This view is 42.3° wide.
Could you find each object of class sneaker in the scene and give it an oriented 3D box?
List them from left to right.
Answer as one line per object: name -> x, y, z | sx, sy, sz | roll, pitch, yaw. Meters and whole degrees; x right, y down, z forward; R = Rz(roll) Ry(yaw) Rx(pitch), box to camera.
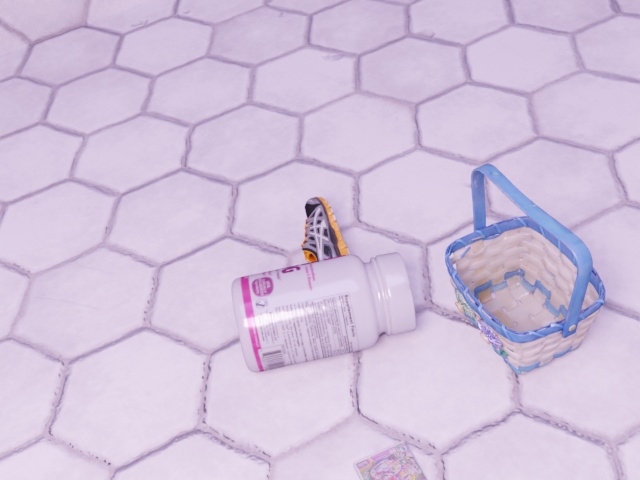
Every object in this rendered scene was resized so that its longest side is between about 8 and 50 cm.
sneaker -> 0.000, 0.000, 1.539 | 0.083, 0.084, 0.215 | -19, 46, -2

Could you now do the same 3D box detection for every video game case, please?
video game case -> 0.111, 0.359, 1.213 | 0.087, 0.011, 0.122 | -21, 46, -11

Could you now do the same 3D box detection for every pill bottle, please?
pill bottle -> 0.005, 0.112, 1.370 | 0.282, 0.160, 0.160 | -12, 45, -2

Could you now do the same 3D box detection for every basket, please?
basket -> 0.316, 0.051, 1.283 | 0.201, 0.289, 0.255 | -20, 42, -16
